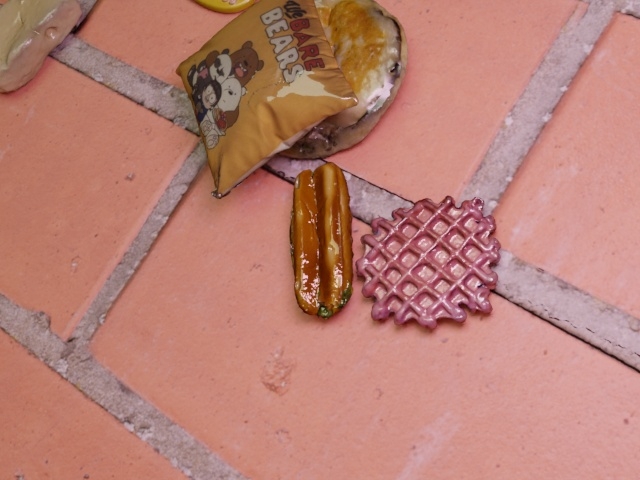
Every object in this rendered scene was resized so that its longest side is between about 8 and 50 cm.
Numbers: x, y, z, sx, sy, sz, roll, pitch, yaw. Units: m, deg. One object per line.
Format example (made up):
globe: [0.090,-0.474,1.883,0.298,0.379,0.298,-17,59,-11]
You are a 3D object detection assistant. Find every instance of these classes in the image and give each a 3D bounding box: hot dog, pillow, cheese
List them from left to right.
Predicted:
cheese: [-0.624,-0.434,1.896,0.263,0.093,0.159,-49,57,-2]
pillow: [-0.102,-0.270,1.522,0.312,0.119,0.310,-32,57,21]
hot dog: [0.000,0.000,1.470,0.115,0.072,0.269,-7,67,18]

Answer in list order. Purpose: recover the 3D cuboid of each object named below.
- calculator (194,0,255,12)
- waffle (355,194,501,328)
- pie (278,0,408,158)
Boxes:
calculator: [-0.207,-0.537,1.805,0.235,0.032,0.146,38,85,29]
waffle: [0.165,0.032,1.399,0.234,0.055,0.221,-6,66,21]
pie: [0.002,-0.294,1.594,0.339,0.077,0.339,-11,65,25]
